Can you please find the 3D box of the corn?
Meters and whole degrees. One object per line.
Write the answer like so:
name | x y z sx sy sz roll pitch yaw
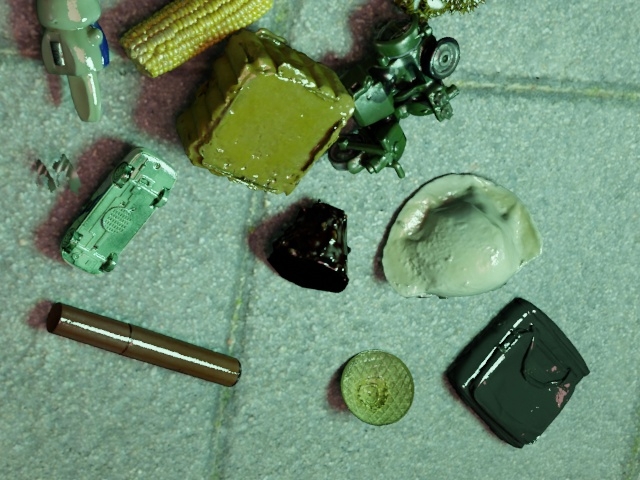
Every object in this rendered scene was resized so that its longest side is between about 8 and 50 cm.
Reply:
corn | -0.187 -0.336 1.824 0.244 0.093 0.093 -31 122 -9

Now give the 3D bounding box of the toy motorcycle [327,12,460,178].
toy motorcycle | 0.115 -0.237 1.986 0.275 0.127 0.205 -40 134 -8

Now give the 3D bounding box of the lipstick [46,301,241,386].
lipstick | -0.290 0.179 2.021 0.356 0.057 0.057 23 100 -33

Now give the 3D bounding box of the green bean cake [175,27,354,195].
green bean cake | -0.087 -0.200 1.888 0.229 0.131 0.224 20 119 -37

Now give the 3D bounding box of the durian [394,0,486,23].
durian | 0.214 -0.439 1.953 0.193 0.138 0.237 8 109 -29

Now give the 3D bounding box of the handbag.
handbag | 0.404 0.271 2.394 0.244 0.088 0.275 -47 122 -5

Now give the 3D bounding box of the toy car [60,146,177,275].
toy car | -0.324 -0.048 1.893 0.090 0.076 0.224 33 103 -35

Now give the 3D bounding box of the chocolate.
chocolate | 0.000 0.000 2.062 0.156 0.156 0.133 35 66 -33

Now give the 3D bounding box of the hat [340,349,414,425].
hat | 0.100 0.284 2.263 0.146 0.067 0.146 5 70 -14

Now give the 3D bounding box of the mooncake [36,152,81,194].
mooncake | -0.538 -0.106 1.780 0.347 0.057 0.150 -12 129 -15

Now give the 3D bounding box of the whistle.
whistle | -0.358 -0.292 1.757 0.092 0.110 0.244 -41 130 -48

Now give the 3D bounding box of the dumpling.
dumpling | 0.251 -0.008 2.162 0.243 0.175 0.227 -14 88 -35
